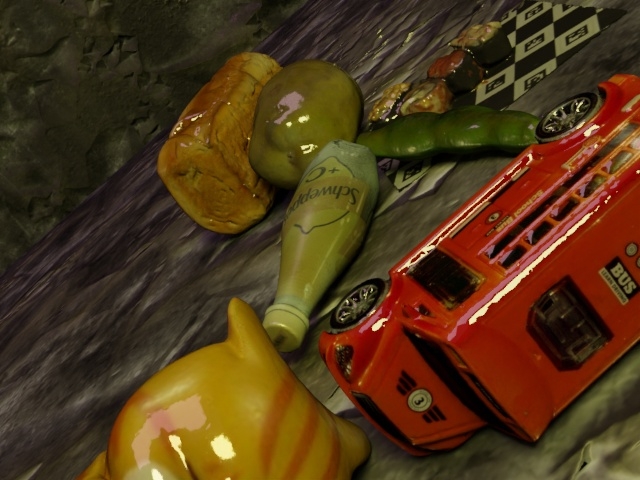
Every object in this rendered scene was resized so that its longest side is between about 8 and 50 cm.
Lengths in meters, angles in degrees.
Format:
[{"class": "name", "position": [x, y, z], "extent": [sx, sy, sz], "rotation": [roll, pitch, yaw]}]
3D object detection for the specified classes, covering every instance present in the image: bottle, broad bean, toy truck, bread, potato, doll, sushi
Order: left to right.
[{"class": "doll", "position": [-0.096, 0.182, 0.462], "extent": [0.270, 0.166, 0.162], "rotation": [-40, 22, -4]}, {"class": "bread", "position": [-0.119, -0.151, 1.137], "extent": [0.132, 0.167, 0.294], "rotation": [-37, 22, 35]}, {"class": "potato", "position": [-0.015, -0.147, 1.001], "extent": [0.137, 0.154, 0.200], "rotation": [5, 25, 10]}, {"class": "bottle", "position": [0.000, 0.000, 0.756], "extent": [0.083, 0.083, 0.269], "rotation": [-28, 26, 33]}, {"class": "broad bean", "position": [0.132, -0.105, 0.769], "extent": [0.060, 0.043, 0.298], "rotation": [-51, 28, -20]}, {"class": "sushi", "position": [0.162, -0.199, 0.909], "extent": [0.290, 0.050, 0.264], "rotation": [-39, 21, 7]}, {"class": "toy truck", "position": [0.124, 0.024, 0.450], "extent": [0.253, 0.107, 0.114], "rotation": [-42, 20, -2]}]
